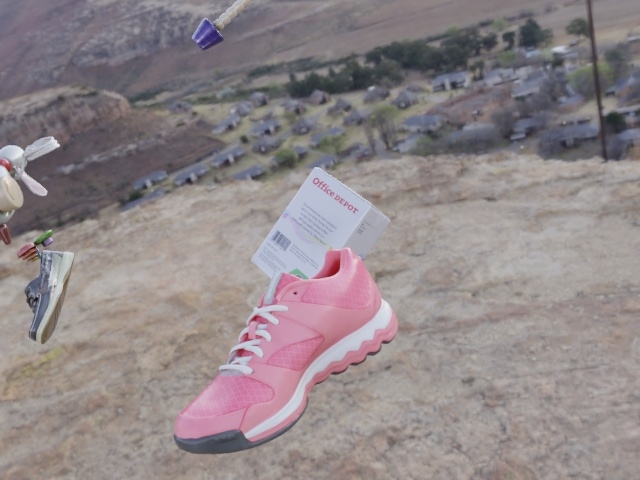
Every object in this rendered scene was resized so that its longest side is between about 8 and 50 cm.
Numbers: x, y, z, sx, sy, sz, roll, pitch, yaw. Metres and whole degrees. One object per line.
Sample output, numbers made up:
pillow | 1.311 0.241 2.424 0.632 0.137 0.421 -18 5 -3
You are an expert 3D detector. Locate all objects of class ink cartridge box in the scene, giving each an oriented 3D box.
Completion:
ink cartridge box | 0.000 0.000 1.552 0.201 0.117 0.278 39 96 36

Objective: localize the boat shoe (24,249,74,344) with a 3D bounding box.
boat shoe | -0.363 0.072 0.868 0.049 0.056 0.152 13 36 -15

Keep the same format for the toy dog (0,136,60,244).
toy dog | -0.773 -0.110 1.632 0.220 0.161 0.333 -5 32 20

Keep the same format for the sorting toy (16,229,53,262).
sorting toy | -0.656 0.021 1.539 0.061 0.042 0.102 -32 10 49

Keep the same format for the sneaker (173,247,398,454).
sneaker | -0.049 0.110 0.738 0.314 0.136 0.116 -32 16 -39

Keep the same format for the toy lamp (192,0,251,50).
toy lamp | -0.236 -0.628 1.812 0.275 0.080 0.080 -41 22 3
